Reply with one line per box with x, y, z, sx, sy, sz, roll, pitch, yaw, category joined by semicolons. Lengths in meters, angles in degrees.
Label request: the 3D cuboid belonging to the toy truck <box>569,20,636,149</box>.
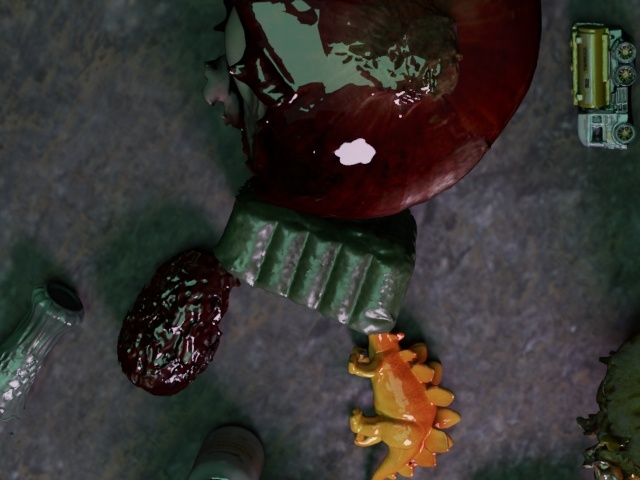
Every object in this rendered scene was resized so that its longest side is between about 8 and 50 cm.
0.271;-0.150;1.241;0.063;0.052;0.123;0;108;12;toy truck

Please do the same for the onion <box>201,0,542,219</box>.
0.040;-0.190;1.133;0.341;0.341;0.341;2;109;6;onion

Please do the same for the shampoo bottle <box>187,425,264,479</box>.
-0.107;0.264;1.357;0.074;0.192;0.074;2;109;7;shampoo bottle

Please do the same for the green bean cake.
0.000;0.000;1.257;0.185;0.183;0.094;19;109;1;green bean cake

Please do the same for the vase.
-0.315;0.115;1.396;0.081;0.081;0.149;37;106;-6;vase

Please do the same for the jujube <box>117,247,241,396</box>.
-0.157;0.084;1.358;0.104;0.104;0.166;23;98;-1;jujube

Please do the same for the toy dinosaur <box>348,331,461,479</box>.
0.091;0.186;1.375;0.117;0.070;0.288;-2;114;7;toy dinosaur

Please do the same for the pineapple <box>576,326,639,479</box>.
0.424;0.236;1.213;0.352;0.352;0.300;-13;114;11;pineapple
